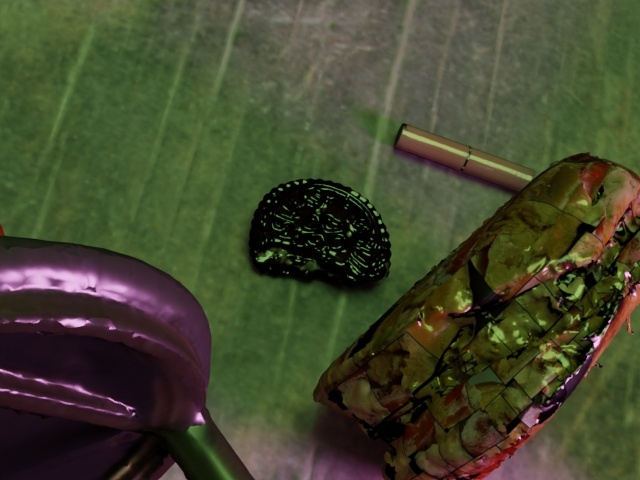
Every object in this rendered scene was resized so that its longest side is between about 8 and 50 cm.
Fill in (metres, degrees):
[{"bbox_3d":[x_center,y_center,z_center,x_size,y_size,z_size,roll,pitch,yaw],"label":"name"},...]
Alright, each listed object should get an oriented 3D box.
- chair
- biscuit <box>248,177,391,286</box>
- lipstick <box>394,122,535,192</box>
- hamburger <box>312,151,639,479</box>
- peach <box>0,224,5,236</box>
[{"bbox_3d":[-0.130,0.241,0.661,0.364,0.362,0.410,18,43,-55],"label":"chair"},{"bbox_3d":[0.000,0.000,1.158,0.089,0.027,0.087,-31,72,-34],"label":"biscuit"},{"bbox_3d":[0.095,-0.054,1.234,0.094,0.019,0.019,20,54,-7],"label":"lipstick"},{"bbox_3d":[0.104,0.045,1.053,0.107,0.231,0.231,45,54,5],"label":"hamburger"},{"bbox_3d":[-0.249,0.035,0.923,0.256,0.232,0.232,18,54,-13],"label":"peach"}]
